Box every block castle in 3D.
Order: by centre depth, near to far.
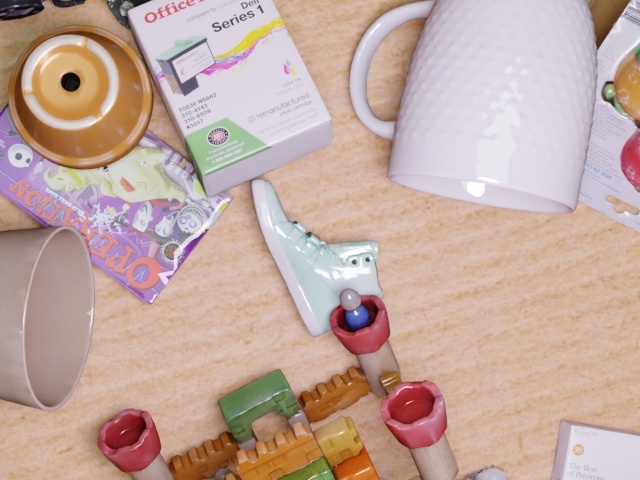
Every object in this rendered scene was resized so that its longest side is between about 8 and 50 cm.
[{"bbox_3d":[-0.064,0.277,1.684,0.453,0.303,0.213,-26,126,-4],"label":"block castle"}]

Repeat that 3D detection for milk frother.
[{"bbox_3d":[-0.422,-0.402,1.791,0.143,0.129,0.135,-13,92,-49],"label":"milk frother"}]

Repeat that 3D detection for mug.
[{"bbox_3d":[0.216,-0.233,1.781,0.374,0.276,0.328,10,87,26],"label":"mug"}]

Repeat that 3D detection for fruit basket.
[{"bbox_3d":[0.533,-0.178,1.849,0.327,0.165,0.353,28,121,-4],"label":"fruit basket"}]

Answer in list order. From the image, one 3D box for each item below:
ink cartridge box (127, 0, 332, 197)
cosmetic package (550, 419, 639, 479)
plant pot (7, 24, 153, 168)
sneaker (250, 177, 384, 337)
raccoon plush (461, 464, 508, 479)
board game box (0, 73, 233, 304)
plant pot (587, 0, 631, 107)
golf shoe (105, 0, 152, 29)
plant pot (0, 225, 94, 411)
[{"bbox_3d":[-0.131,-0.234,1.766,0.201,0.117,0.278,-24,76,-6],"label":"ink cartridge box"},{"bbox_3d":[0.484,0.344,1.887,0.239,0.060,0.099,9,88,-6],"label":"cosmetic package"},{"bbox_3d":[-0.336,-0.206,1.697,0.205,0.188,0.205,0,90,-7],"label":"plant pot"},{"bbox_3d":[0.000,0.000,1.821,0.151,0.094,0.256,-26,102,0],"label":"sneaker"},{"bbox_3d":[0.105,0.439,1.825,0.446,0.299,0.216,8,108,25],"label":"raccoon plush"},{"bbox_3d":[-0.326,-0.089,1.814,0.347,0.056,0.208,37,90,-5],"label":"board game box"},{"bbox_3d":[0.492,-0.319,1.909,0.236,0.032,0.236,0,89,-6],"label":"plant pot"},{"bbox_3d":[-0.286,-0.450,1.799,0.105,0.120,0.273,-13,113,-12],"label":"golf shoe"},{"bbox_3d":[-0.490,0.096,1.715,0.274,0.256,0.256,5,89,10],"label":"plant pot"}]
